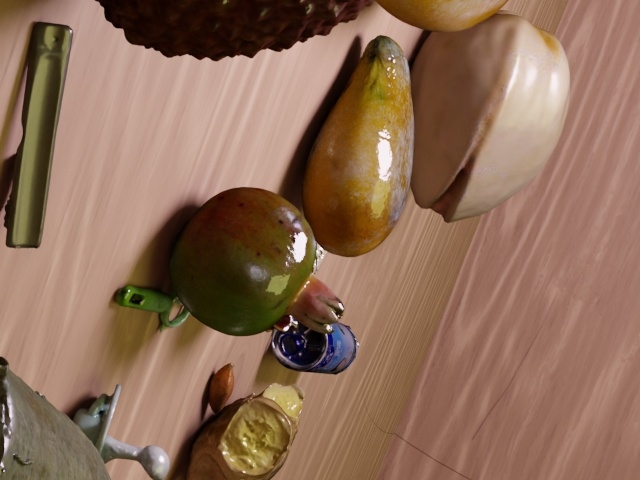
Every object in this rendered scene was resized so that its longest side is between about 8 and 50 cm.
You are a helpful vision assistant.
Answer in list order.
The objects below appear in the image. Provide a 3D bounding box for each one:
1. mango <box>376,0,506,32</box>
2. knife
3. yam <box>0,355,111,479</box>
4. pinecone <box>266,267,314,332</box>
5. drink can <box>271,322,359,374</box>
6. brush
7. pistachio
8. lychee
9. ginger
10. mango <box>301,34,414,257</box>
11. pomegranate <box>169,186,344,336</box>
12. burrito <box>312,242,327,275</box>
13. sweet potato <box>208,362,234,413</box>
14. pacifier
[{"bbox_3d":[0.150,-0.383,1.531,0.384,0.199,0.222,11,108,-61],"label":"mango"},{"bbox_3d":[-0.191,0.078,1.369,0.054,0.015,0.212,-59,165,0],"label":"knife"},{"bbox_3d":[-0.278,0.194,0.927,0.195,0.195,0.300,-61,163,-20],"label":"yam"},{"bbox_3d":[-0.068,0.052,1.516,0.140,0.140,0.121,-30,125,-66],"label":"pinecone"},{"bbox_3d":[-0.006,0.172,1.975,0.097,0.097,0.235,-66,164,-2],"label":"drink can"},{"bbox_3d":[-0.232,-0.085,0.975,0.034,0.027,0.190,0,112,-34],"label":"brush"},{"bbox_3d":[0.275,-0.222,2.068,0.445,0.281,0.365,114,-2,-60],"label":"pistachio"},{"bbox_3d":[-0.048,-0.267,0.886,0.304,0.276,0.276,-47,166,6],"label":"lychee"},{"bbox_3d":[-0.105,0.298,1.772,0.219,0.123,0.270,-48,173,4],"label":"ginger"},{"bbox_3d":[0.061,-0.132,1.694,0.193,0.146,0.316,35,65,-75],"label":"mango"},{"bbox_3d":[-0.067,0.040,1.366,0.180,0.209,0.180,-54,175,-7],"label":"pomegranate"},{"bbox_3d":[0.000,0.000,1.850,0.185,0.041,0.045,-59,180,-34],"label":"burrito"},{"bbox_3d":[-0.141,0.211,1.692,0.034,0.034,0.095,-43,153,-56],"label":"sweet potato"},{"bbox_3d":[-0.222,0.232,1.309,0.127,0.116,0.150,-131,-121,-79],"label":"pacifier"}]
